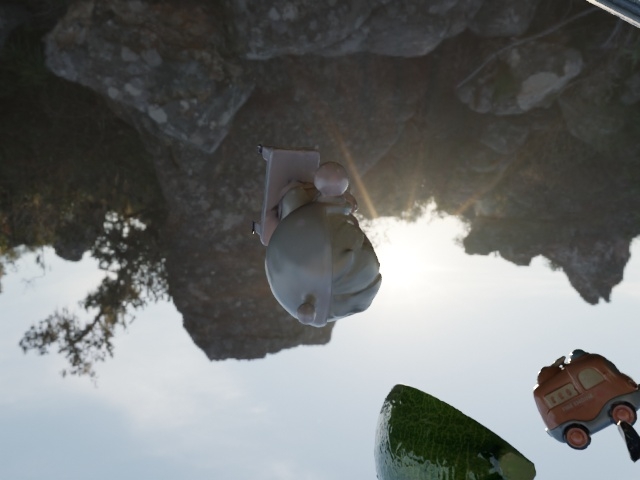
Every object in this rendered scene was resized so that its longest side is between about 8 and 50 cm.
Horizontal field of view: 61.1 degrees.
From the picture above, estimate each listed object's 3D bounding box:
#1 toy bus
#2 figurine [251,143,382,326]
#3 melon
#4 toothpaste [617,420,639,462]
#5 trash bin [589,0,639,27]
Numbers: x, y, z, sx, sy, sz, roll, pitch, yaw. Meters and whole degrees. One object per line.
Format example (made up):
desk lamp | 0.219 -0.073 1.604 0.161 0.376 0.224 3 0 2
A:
toy bus | 0.749 0.440 1.552 0.288 0.232 0.194 -39 158 19
figurine | -0.008 -0.006 0.617 0.145 0.182 0.256 20 -158 -24
melon | 0.180 0.319 0.824 0.124 0.196 0.323 8 163 -14
toothpaste | 0.401 0.256 0.702 0.019 0.027 0.083 38 -164 6
trash bin | 0.418 -0.341 0.509 0.256 0.296 0.367 21 -151 -12
